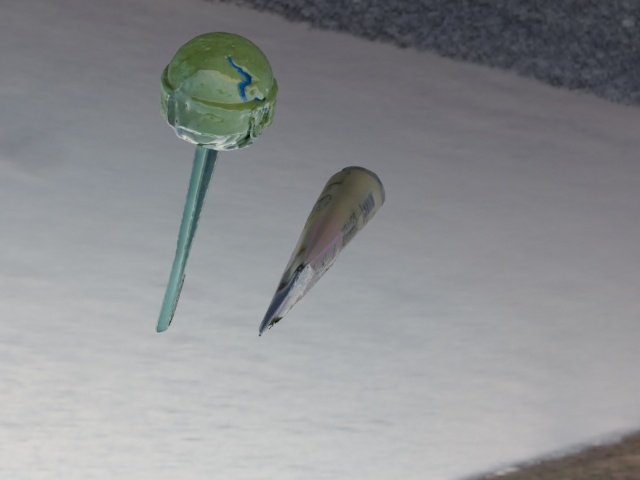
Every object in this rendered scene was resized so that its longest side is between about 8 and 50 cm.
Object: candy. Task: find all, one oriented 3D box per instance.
[{"bbox_3d":[-0.112,-0.031,0.834,0.092,0.093,0.335,22,128,2],"label":"candy"}]

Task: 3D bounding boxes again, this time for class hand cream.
[{"bbox_3d":[0.000,0.000,0.583,0.039,0.143,0.061,36,127,1],"label":"hand cream"}]
